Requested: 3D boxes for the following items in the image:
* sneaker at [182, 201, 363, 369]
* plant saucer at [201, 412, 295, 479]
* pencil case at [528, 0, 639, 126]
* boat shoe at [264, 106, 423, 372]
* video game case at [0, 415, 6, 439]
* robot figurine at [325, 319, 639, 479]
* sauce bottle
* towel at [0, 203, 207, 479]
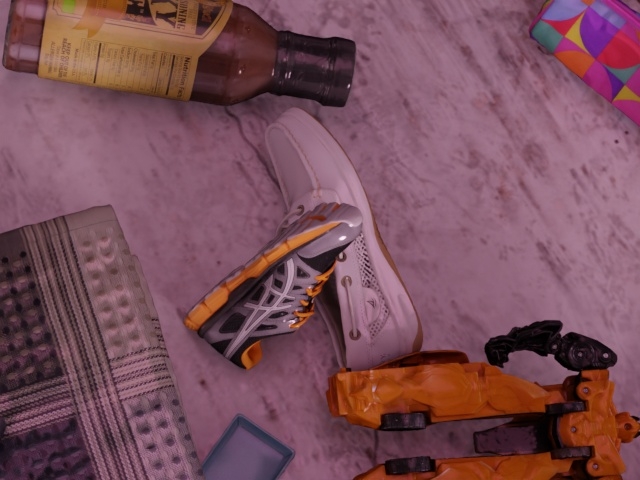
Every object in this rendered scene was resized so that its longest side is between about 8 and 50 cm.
[{"bbox_3d":[-0.031,0.040,1.492,0.083,0.215,0.084,50,33,-2],"label":"sneaker"},{"bbox_3d":[-0.101,0.250,1.465,0.067,0.018,0.192,34,63,4],"label":"plant saucer"},{"bbox_3d":[0.338,-0.190,1.720,0.236,0.104,0.104,37,64,6],"label":"pencil case"},{"bbox_3d":[0.000,0.000,1.557,0.096,0.098,0.277,-20,73,-21],"label":"boat shoe"},{"bbox_3d":[-0.441,0.218,1.361,0.275,0.035,0.248,19,70,4],"label":"video game case"},{"bbox_3d":[0.156,0.184,1.506,0.291,0.085,0.211,-2,79,-13],"label":"robot figurine"},{"bbox_3d":[-0.138,-0.194,1.609,0.344,0.111,0.111,8,65,-11],"label":"sauce bottle"},{"bbox_3d":[-0.283,0.146,1.453,0.312,0.056,0.324,-16,72,-12],"label":"towel"}]
